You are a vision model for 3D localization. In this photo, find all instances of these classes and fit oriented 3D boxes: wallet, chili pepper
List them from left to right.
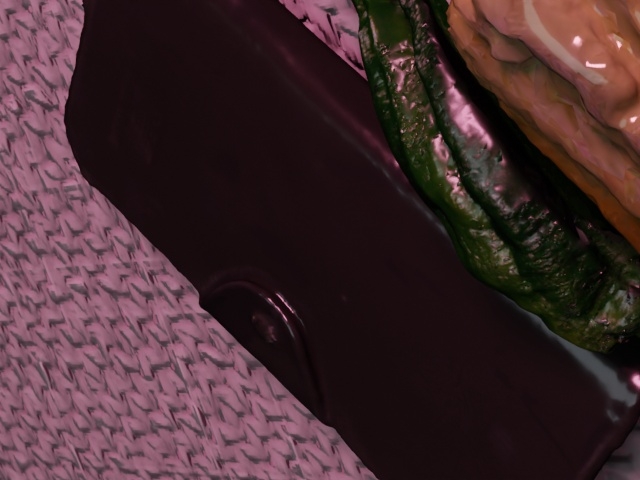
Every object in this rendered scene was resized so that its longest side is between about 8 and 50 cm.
[{"bbox_3d":[0.000,0.000,0.879,0.377,0.051,0.197,46,138,20],"label":"wallet"},{"bbox_3d":[0.077,-0.031,0.730,0.065,0.122,0.279,-40,77,23],"label":"chili pepper"}]

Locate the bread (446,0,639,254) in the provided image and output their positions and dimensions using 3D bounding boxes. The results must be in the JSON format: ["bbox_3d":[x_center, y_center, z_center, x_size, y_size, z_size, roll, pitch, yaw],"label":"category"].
[{"bbox_3d":[0.156,-0.060,0.597,0.204,0.162,0.262,44,153,2],"label":"bread"}]
